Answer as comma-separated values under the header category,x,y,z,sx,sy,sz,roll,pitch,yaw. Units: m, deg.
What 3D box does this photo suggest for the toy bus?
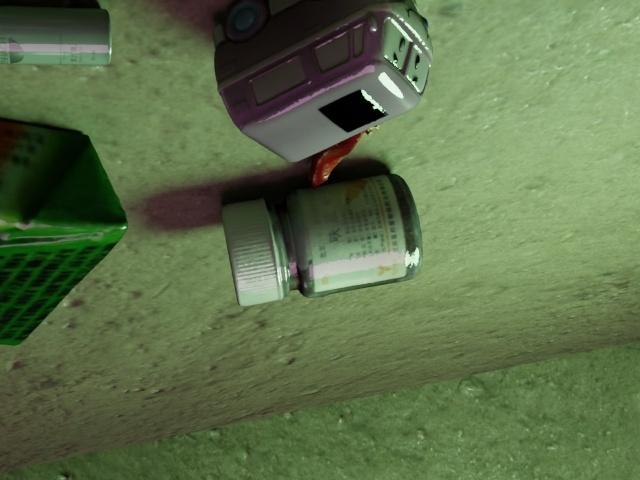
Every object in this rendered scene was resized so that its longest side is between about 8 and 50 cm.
category,x,y,z,sx,sy,sz,roll,pitch,yaw
toy bus,0.008,-0.182,0.859,0.202,0.142,0.142,-23,155,22

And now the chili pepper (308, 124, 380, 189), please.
category,x,y,z,sx,sy,sz,roll,pitch,yaw
chili pepper,0.036,-0.139,1.099,0.050,0.059,0.268,35,145,-8

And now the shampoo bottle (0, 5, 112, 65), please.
category,x,y,z,sx,sy,sz,roll,pitch,yaw
shampoo bottle,-0.296,-0.191,0.791,0.195,0.056,0.056,-4,155,-20

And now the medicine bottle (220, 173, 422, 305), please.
category,x,y,z,sx,sy,sz,roll,pitch,yaw
medicine bottle,0.000,0.000,1.244,0.273,0.165,0.165,-9,156,-8

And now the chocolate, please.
category,x,y,z,sx,sy,sz,roll,pitch,yaw
chocolate,-0.455,-0.007,0.990,0.341,0.161,0.360,7,149,-38
